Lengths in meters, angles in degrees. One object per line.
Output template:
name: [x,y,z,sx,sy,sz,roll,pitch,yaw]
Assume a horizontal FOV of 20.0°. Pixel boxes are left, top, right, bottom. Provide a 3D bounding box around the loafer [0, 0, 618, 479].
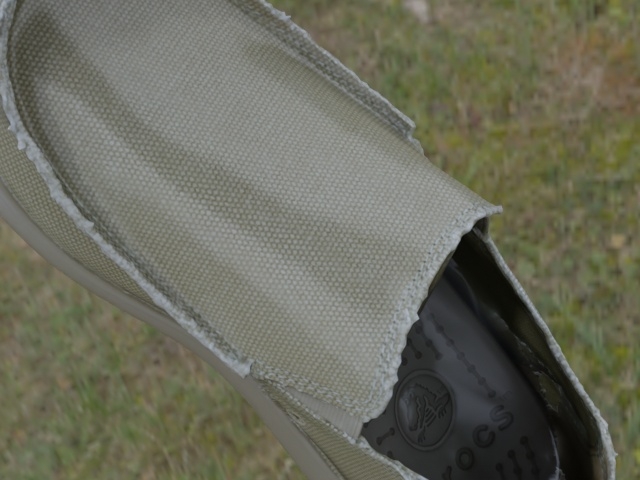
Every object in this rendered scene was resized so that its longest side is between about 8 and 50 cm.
loafer: [0.000,0.000,0.528,0.092,0.268,0.102,-6,45,53]
